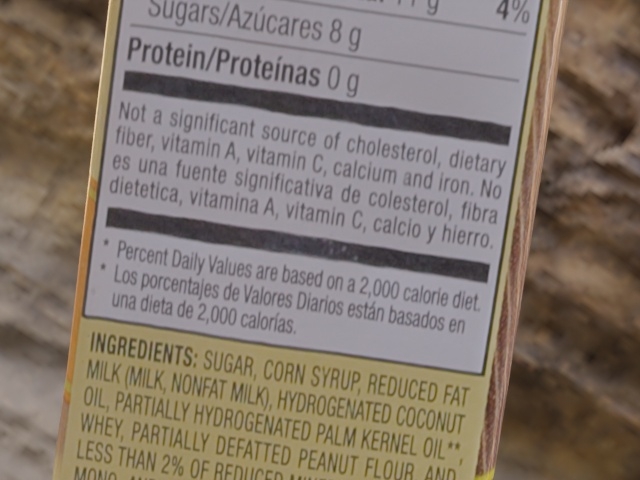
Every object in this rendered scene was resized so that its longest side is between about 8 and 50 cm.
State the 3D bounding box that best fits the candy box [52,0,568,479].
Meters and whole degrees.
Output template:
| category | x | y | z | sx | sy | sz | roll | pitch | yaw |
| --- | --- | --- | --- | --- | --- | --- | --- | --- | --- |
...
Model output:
| category | x | y | z | sx | sy | sz | roll | pitch | yaw |
| --- | --- | --- | --- | --- | --- | --- | --- | --- | --- |
| candy box | 0.000 | 0.000 | 0.397 | 0.087 | 0.316 | 0.183 | 7 | 8 | 2 |
